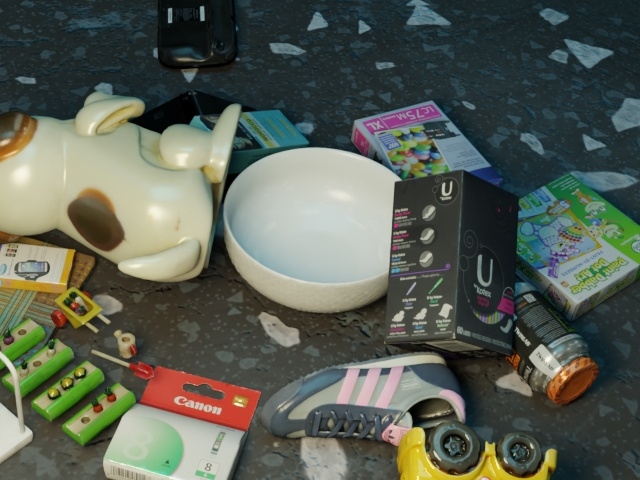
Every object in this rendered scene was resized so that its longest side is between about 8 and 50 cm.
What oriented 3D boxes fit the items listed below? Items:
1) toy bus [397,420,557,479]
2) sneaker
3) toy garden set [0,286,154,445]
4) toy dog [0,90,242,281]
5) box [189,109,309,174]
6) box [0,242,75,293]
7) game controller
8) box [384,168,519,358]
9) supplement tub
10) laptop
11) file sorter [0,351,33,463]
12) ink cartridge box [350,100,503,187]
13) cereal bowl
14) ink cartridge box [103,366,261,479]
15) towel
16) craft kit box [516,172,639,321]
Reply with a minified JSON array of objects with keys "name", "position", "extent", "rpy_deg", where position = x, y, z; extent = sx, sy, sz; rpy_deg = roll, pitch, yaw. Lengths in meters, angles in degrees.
[{"name":"toy bus","position":[0.218,0.380,1.653],"extent":[0.220,0.149,0.211],"rpy_deg":[8,57,-3]},{"name":"sneaker","position":[0.073,0.258,1.766],"extent":[0.319,0.112,0.131],"rpy_deg":[-12,45,-17]},{"name":"toy garden set","position":[-0.372,0.174,1.782],"extent":[0.244,0.049,0.204],"rpy_deg":[30,48,26]},{"name":"toy dog","position":[-0.367,-0.072,1.894],"extent":[0.407,0.285,0.395],"rpy_deg":[13,45,-2]},{"name":"box","position":[-0.135,-0.182,2.144],"extent":[0.100,0.060,0.244],"rpy_deg":[48,31,19]},{"name":"box","position":[-0.478,0.044,1.923],"extent":[0.136,0.028,0.081],"rpy_deg":[5,45,-2]},{"name":"game controller","position":[-0.267,-0.473,2.511],"extent":[0.166,0.067,0.319],"rpy_deg":[-10,45,3]},{"name":"box","position":[0.211,0.043,1.861],"extent":[0.165,0.143,0.270],"rpy_deg":[19,69,-45]},{"name":"supplement tub","position":[0.354,0.167,1.893],"extent":[0.117,0.117,0.190],"rpy_deg":[-19,50,-25]},{"name":"laptop","position":[-0.225,-0.159,2.221],"extent":[0.264,0.136,0.234],"rpy_deg":[-27,48,2]},{"name":"file sorter","position":[-0.581,0.255,1.641],"extent":[0.193,0.173,0.277],"rpy_deg":[34,51,25]},{"name":"ink cartridge box","position":[0.212,-0.140,2.228],"extent":[0.185,0.065,0.311],"rpy_deg":[-17,51,-22]},{"name":"cereal bowl","position":[0.000,0.000,1.998],"extent":[0.338,0.141,0.339],"rpy_deg":[3,44,-3]},{"name":"ink cartridge box","position":[-0.201,0.278,1.754],"extent":[0.181,0.056,0.225],"rpy_deg":[14,46,6]},{"name":"towel","position":[-0.590,0.073,1.921],"extent":[0.370,0.040,0.271],"rpy_deg":[16,46,6]},{"name":"craft kit box","position":[0.451,0.006,2.116],"extent":[0.250,0.061,0.246],"rpy_deg":[-27,57,-30]}]
